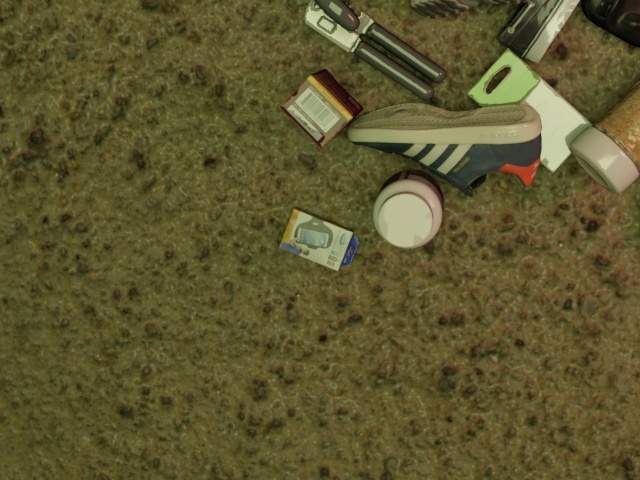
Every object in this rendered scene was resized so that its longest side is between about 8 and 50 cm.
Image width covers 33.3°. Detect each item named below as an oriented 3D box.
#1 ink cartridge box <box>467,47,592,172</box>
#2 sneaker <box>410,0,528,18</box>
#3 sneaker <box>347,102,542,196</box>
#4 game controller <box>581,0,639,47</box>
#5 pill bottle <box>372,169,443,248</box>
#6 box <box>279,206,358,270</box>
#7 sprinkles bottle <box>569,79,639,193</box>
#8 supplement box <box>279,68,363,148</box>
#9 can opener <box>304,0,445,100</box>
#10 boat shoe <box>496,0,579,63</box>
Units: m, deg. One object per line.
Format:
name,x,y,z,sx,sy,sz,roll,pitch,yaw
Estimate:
ink cartridge box,0.370,-0.230,1.887,0.209,0.062,0.109,42,103,-2
sneaker,0.277,-0.459,1.794,0.281,0.105,0.115,-4,77,31
sneaker,0.214,-0.151,1.873,0.350,0.131,0.148,5,123,27
game controller,0.582,-0.490,1.813,0.166,0.067,0.319,25,104,-17
pill bottle,0.153,-0.052,1.871,0.121,0.216,0.121,1,101,8
box,0.000,0.000,1.998,0.136,0.028,0.081,22,103,4
sprinkles bottle,0.586,-0.239,1.800,0.355,0.121,0.121,-44,93,3
supplement box,0.004,-0.232,1.869,0.081,0.188,0.104,-44,93,14
can opener,0.092,-0.345,1.891,0.280,0.093,0.074,34,102,-5
boat shoe,0.405,-0.454,1.822,0.102,0.108,0.301,30,110,-1
